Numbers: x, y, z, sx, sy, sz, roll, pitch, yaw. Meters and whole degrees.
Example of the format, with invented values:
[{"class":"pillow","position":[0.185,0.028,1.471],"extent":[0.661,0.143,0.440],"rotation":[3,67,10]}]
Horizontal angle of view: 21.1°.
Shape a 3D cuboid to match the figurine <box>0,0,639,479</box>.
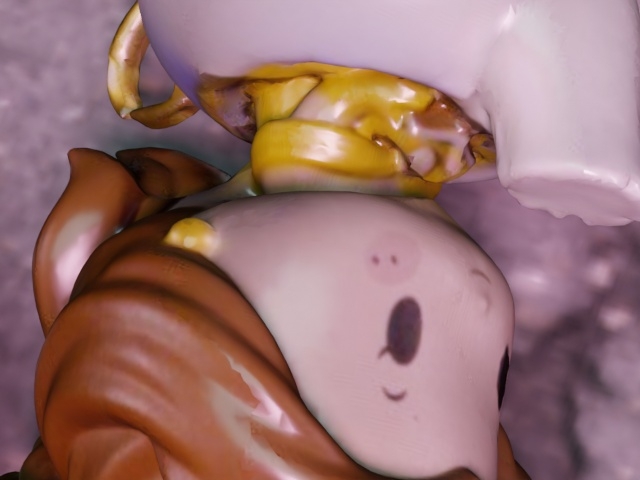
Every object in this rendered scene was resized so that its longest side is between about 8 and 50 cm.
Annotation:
[{"class":"figurine","position":[0.000,0.000,0.457],"extent":[0.189,0.142,0.263],"rotation":[1,72,44]}]
